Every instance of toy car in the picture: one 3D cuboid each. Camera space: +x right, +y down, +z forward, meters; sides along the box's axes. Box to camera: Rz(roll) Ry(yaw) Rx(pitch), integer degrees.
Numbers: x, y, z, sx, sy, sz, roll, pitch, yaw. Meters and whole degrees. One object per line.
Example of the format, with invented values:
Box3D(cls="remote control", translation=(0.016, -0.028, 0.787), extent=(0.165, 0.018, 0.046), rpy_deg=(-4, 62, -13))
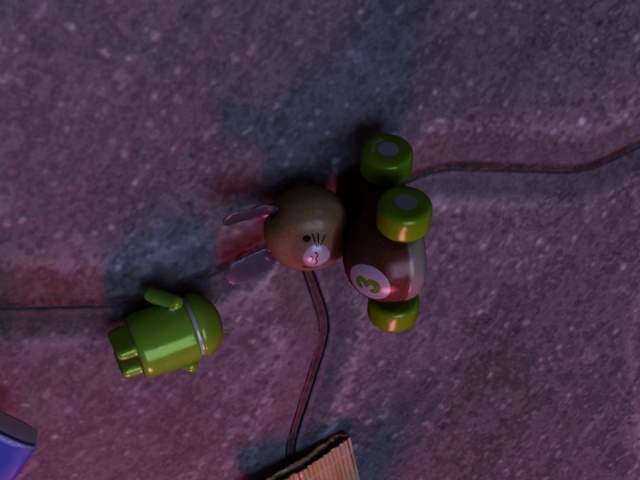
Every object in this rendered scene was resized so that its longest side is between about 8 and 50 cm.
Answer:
Box3D(cls="toy car", translation=(0.000, 0.000, 1.241), extent=(0.188, 0.149, 0.155), rpy_deg=(-6, 136, -9))

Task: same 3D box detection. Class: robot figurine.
Box3D(cls="robot figurine", translation=(-0.148, 0.094, 1.269), extent=(0.115, 0.067, 0.101), rpy_deg=(-20, 130, -13))

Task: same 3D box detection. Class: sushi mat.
Box3D(cls="sushi mat", translation=(-0.005, 0.375, 1.555), extent=(0.151, 0.019, 0.317), rpy_deg=(-28, 131, -19))

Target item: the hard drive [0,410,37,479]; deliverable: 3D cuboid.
Box3D(cls="hard drive", translation=(-0.442, 0.264, 1.227), extent=(0.210, 0.040, 0.319), rpy_deg=(30, 107, -19))
